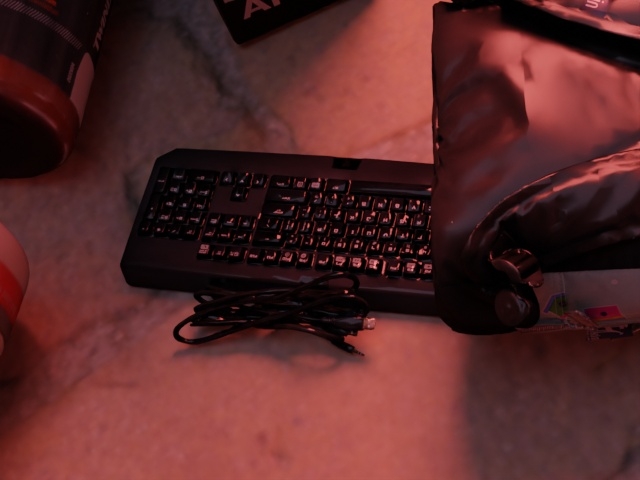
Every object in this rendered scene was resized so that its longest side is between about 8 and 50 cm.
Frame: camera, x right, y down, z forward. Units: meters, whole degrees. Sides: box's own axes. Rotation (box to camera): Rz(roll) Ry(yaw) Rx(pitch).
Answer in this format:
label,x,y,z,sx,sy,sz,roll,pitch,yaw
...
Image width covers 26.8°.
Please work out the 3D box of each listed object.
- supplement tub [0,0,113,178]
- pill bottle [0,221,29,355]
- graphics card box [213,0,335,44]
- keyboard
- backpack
label,x,y,z,sx,sy,sz,roll,pitch,yaw
supplement tub,-0.153,-0.137,0.672,0.106,0.106,0.198,2,65,17
pill bottle,-0.240,0.107,0.538,0.161,0.161,0.283,8,66,20
graphics card box,-0.082,-0.284,0.574,0.094,0.371,0.233,-25,61,2
keyboard,0.000,0.000,0.598,0.192,0.038,0.100,4,65,19
backpack,0.136,-0.032,0.527,0.182,0.115,0.152,-2,74,8
